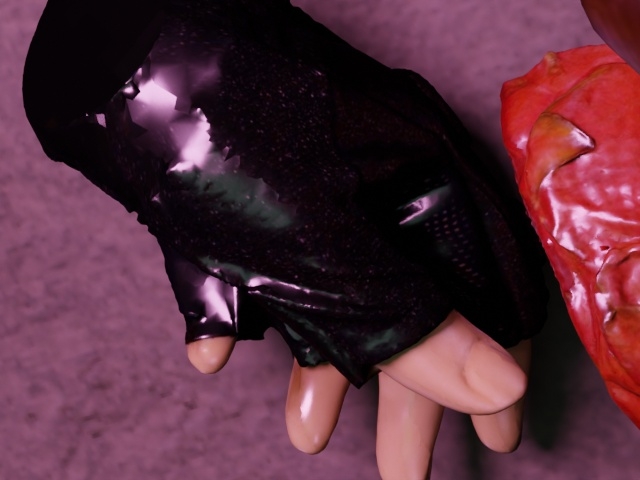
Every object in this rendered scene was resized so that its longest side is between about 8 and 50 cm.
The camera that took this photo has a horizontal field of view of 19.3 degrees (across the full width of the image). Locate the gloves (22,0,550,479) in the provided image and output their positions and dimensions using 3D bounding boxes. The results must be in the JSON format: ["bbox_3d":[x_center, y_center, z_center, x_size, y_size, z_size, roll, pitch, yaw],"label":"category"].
[{"bbox_3d":[0.000,0.000,0.625,0.203,0.164,0.124,38,89,-29],"label":"gloves"}]

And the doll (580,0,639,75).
[{"bbox_3d":[0.186,-0.061,0.416,0.340,0.209,0.318,52,150,-9],"label":"doll"}]

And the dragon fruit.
[{"bbox_3d":[0.130,0.004,0.596,0.106,0.083,0.162,-26,96,24],"label":"dragon fruit"}]
